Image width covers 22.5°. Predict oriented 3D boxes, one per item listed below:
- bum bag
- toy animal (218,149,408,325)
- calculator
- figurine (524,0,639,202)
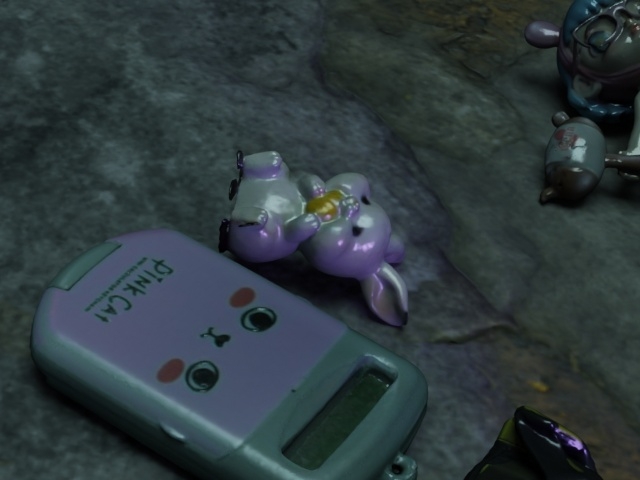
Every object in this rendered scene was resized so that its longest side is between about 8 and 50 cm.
[{"bbox_3d":[0.078,0.175,0.837,0.106,0.060,0.232,28,47,29],"label":"bum bag"},{"bbox_3d":[0.001,-0.005,1.005,0.124,0.085,0.071,9,41,0],"label":"toy animal"},{"bbox_3d":[-0.050,0.078,0.928,0.246,0.045,0.141,30,44,18],"label":"calculator"},{"bbox_3d":[0.244,-0.082,1.161,0.205,0.103,0.260,-36,54,1],"label":"figurine"}]
